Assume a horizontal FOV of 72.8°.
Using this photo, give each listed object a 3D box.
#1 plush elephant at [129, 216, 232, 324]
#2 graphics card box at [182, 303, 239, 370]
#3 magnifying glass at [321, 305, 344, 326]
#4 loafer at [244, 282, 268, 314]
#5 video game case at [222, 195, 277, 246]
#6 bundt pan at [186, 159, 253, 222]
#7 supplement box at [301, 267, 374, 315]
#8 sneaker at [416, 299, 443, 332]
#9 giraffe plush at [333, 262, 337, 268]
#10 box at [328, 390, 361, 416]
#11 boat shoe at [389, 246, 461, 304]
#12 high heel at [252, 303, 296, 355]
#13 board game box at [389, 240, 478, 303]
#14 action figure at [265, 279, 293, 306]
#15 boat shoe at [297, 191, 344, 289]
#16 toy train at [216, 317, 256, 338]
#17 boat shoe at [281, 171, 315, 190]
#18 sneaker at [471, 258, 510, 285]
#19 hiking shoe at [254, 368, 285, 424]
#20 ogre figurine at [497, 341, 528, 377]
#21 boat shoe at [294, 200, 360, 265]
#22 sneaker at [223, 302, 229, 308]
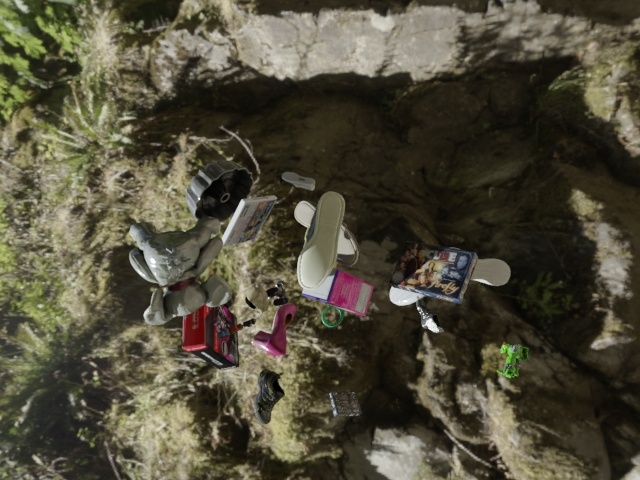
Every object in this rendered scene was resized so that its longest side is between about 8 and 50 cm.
[{"bbox_3d":[-0.412,0.102,1.285,0.330,0.272,0.255,-126,32,-59],"label":"plush elephant"},{"bbox_3d":[-0.433,0.366,1.747,0.370,0.094,0.232,72,-173,-59],"label":"graphics card box"},{"bbox_3d":[0.097,0.287,1.932,0.231,0.092,0.026,-46,-10,-16],"label":"magnifying glass"},{"bbox_3d":[-0.308,0.284,2.055,0.102,0.092,0.268,53,159,22],"label":"loafer"},{"bbox_3d":[-0.258,-0.072,1.560,0.183,0.023,0.201,-17,-37,-58],"label":"video game case"},{"bbox_3d":[-0.466,-0.227,1.954,0.331,0.124,0.330,-41,-21,-19],"label":"bundt pan"},{"bbox_3d":[0.062,0.166,1.433,0.220,0.111,0.113,30,-105,-46],"label":"supplement box"},{"bbox_3d":[0.499,0.340,1.984,0.051,0.089,0.170,0,-108,-38],"label":"sneaker"},{"bbox_3d":[0.029,0.128,1.985,0.210,0.182,0.170,1,-87,-71],"label":"giraffe plush"},{"bbox_3d":[0.070,0.463,1.230,0.018,0.083,0.067,-56,37,35],"label":"box"},{"bbox_3d":[0.409,0.152,1.603,0.119,0.335,0.121,24,-137,-36],"label":"boat shoe"},{"bbox_3d":[-0.109,0.285,1.404,0.244,0.117,0.082,-33,-44,-60],"label":"high heel"},{"bbox_3d":[0.360,0.097,1.397,0.042,0.243,0.165,43,-115,-44],"label":"board game box"},{"bbox_3d":[-0.201,0.300,2.276,0.185,0.099,0.285,60,-178,10],"label":"action figure"},{"bbox_3d":[0.004,0.001,1.332,0.091,0.109,0.304,-112,38,-86],"label":"boat shoe"},{"bbox_3d":[-0.308,0.321,1.576,0.036,0.158,0.027,45,-159,-78],"label":"toy train"},{"bbox_3d":[-0.062,-0.163,1.220,0.035,0.100,0.035,91,-162,-49],"label":"boat shoe"},{"bbox_3d":[0.605,0.109,1.735,0.169,0.293,0.108,15,94,62],"label":"sneaker"},{"bbox_3d":[-0.208,0.657,1.806,0.086,0.114,0.226,4,-93,-60],"label":"hiking shoe"},{"bbox_3d":[0.736,0.454,1.653,0.197,0.097,0.118,16,-93,-39],"label":"ogre figurine"},{"bbox_3d":[0.041,-0.031,1.472,0.096,0.335,0.112,8,-62,-47],"label":"boat shoe"},{"bbox_3d":[-0.605,0.340,2.112,0.447,0.258,0.169,-37,20,56],"label":"sneaker"}]
